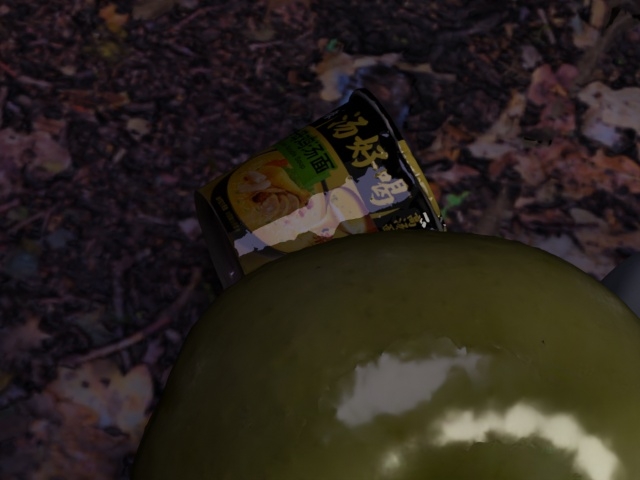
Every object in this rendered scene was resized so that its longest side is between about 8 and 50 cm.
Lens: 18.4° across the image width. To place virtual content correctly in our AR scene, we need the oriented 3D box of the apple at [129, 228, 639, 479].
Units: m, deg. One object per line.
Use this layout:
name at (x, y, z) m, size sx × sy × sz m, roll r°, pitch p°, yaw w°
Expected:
apple at (0.039, 0.109, 1.015) m, size 0.295 × 0.258 × 0.233 m, roll -14°, pitch 101°, yaw -6°

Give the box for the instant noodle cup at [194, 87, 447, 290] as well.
instant noodle cup at (0.000, 0.000, 1.185) m, size 0.122 × 0.151 × 0.151 m, roll -23°, pitch 60°, yaw -8°

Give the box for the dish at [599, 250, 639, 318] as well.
dish at (0.262, 0.093, 1.161) m, size 0.256 × 0.117 × 0.256 m, roll 3°, pitch 55°, yaw -4°
